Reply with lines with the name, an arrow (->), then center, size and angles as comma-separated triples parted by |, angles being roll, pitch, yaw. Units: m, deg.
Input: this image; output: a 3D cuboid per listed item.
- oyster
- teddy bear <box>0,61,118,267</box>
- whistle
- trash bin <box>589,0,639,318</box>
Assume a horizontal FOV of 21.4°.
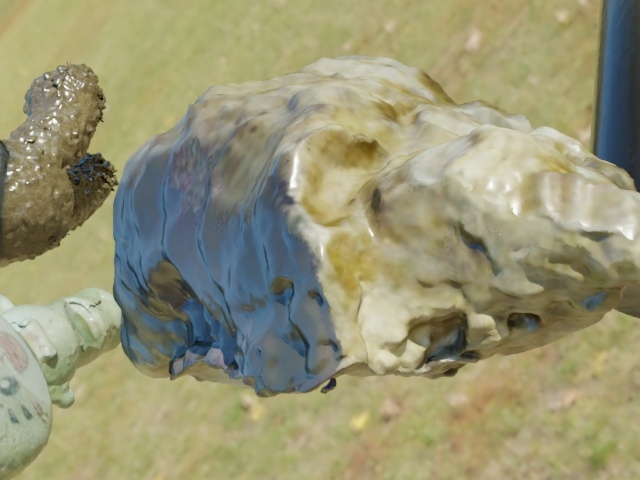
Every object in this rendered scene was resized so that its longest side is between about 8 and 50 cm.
oyster -> -0.004, 0.002, 0.697 | 0.341, 0.110, 0.166 | 15, 96, 56
teddy bear -> -0.234, -0.036, 1.191 | 0.251, 0.129, 0.182 | -24, -47, -35
whistle -> -0.196, 0.077, 1.021 | 0.067, 0.126, 0.258 | -37, -3, 24
trash bin -> 0.299, -0.107, 1.222 | 0.252, 0.203, 0.302 | 106, 171, -69
